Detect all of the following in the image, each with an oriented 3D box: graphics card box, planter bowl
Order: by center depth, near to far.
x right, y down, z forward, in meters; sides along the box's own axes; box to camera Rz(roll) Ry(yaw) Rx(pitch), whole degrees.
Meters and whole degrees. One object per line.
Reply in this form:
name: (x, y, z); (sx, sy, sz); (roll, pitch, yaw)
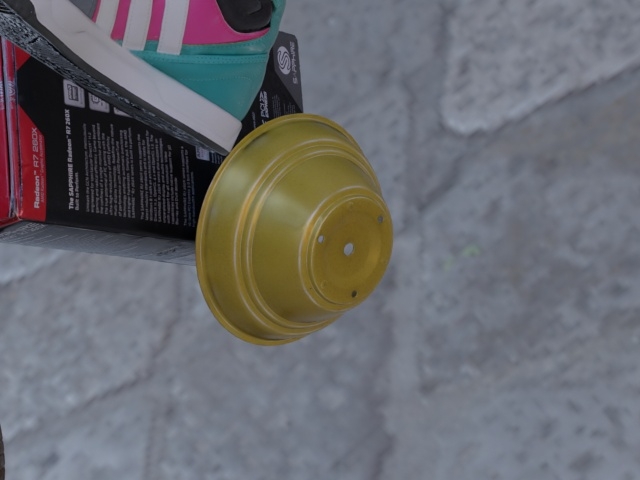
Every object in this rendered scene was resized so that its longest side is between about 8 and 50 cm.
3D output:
planter bowl: (0.000, 0.000, 1.637); (0.090, 0.217, 0.217); (17, 61, 45)
graphics card box: (-0.164, -0.103, 1.660); (0.094, 0.371, 0.233); (-16, 75, 41)

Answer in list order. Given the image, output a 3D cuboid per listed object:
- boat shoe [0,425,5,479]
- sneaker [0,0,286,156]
boat shoe: (-0.442, 0.323, 2.108); (0.123, 0.342, 0.123); (1, 3, 12)
sneaker: (-0.116, -0.186, 1.110); (0.124, 0.295, 0.178); (22, 83, 40)
